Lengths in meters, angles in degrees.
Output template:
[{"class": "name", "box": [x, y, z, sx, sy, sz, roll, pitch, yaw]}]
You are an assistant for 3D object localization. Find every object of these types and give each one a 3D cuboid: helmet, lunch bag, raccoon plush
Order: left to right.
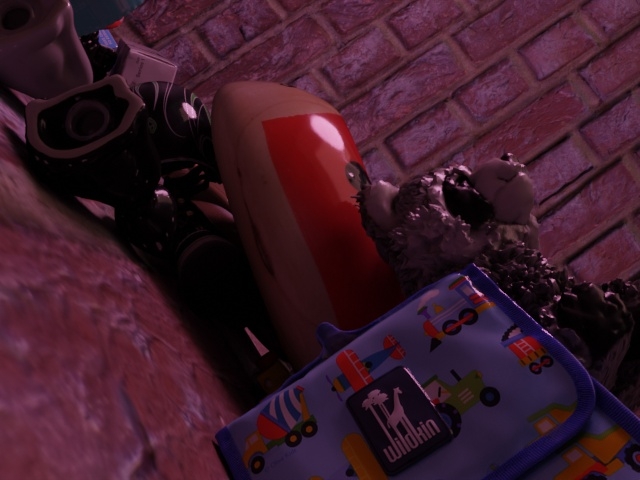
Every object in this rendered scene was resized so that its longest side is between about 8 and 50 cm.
[{"class": "helmet", "box": [-0.218, -0.137, 0.858, 0.169, 0.169, 0.161, 67, 3, -67]}, {"class": "raccoon plush", "box": [0.106, 0.130, 0.606, 0.299, 0.446, 0.216, 32, -4, 39]}, {"class": "lunch bag", "box": [0.085, 0.162, 0.391, 0.293, 0.221, 0.138, 51, -6, 35]}]

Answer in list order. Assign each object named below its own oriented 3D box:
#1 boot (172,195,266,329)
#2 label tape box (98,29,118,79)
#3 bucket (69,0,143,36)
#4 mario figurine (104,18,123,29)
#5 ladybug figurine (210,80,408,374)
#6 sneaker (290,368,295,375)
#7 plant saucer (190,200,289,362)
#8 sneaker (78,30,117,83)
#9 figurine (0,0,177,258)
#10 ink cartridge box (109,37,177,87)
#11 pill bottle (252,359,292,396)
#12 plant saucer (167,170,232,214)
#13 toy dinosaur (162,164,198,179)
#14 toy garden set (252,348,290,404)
[{"class": "boot", "box": [-0.158, 0.010, 0.782, 0.178, 0.085, 0.236, 48, -8, 24]}, {"class": "label tape box", "box": [-0.535, -0.477, 1.376, 0.249, 0.115, 0.347, 58, -9, 4]}, {"class": "bucket", "box": [-0.354, -0.420, 0.836, 0.281, 0.281, 0.183, 51, -8, 34]}, {"class": "mario figurine", "box": [-0.405, -0.495, 1.065, 0.170, 0.198, 0.320, 53, -9, 27]}, {"class": "ladybug figurine", "box": [0.000, 0.000, 0.778, 0.305, 0.162, 0.449, 56, 14, -84]}, {"class": "sneaker", "box": [-0.019, 0.279, 1.105, 0.077, 0.072, 0.178, 30, -31, 49]}, {"class": "plant saucer", "box": [-0.123, 0.058, 1.008, 0.310, 0.050, 0.310, 47, -20, 23]}, {"class": "sneaker", "box": [-0.444, -0.348, 1.051, 0.124, 0.107, 0.283, 39, -7, -5]}, {"class": "figurine", "box": [-0.213, -0.097, 0.577, 0.215, 0.092, 0.209, 52, -14, 22]}, {"class": "ink cartridge box", "box": [-0.357, -0.290, 1.206, 0.093, 0.160, 0.219, 14, 16, -27]}, {"class": "pill bottle", "box": [-0.051, 0.191, 0.802, 0.083, 0.043, 0.043, 58, -6, -36]}, {"class": "plant saucer", "box": [-0.175, -0.015, 1.129, 0.278, 0.041, 0.277, 35, -30, 24]}, {"class": "toy dinosaur", "box": [-0.332, -0.209, 1.376, 0.295, 0.127, 0.200, -125, -165, -52]}, {"class": "toy garden set", "box": [-0.011, 0.220, 0.630, 0.203, 0.049, 0.244, 57, -5, 0]}]
